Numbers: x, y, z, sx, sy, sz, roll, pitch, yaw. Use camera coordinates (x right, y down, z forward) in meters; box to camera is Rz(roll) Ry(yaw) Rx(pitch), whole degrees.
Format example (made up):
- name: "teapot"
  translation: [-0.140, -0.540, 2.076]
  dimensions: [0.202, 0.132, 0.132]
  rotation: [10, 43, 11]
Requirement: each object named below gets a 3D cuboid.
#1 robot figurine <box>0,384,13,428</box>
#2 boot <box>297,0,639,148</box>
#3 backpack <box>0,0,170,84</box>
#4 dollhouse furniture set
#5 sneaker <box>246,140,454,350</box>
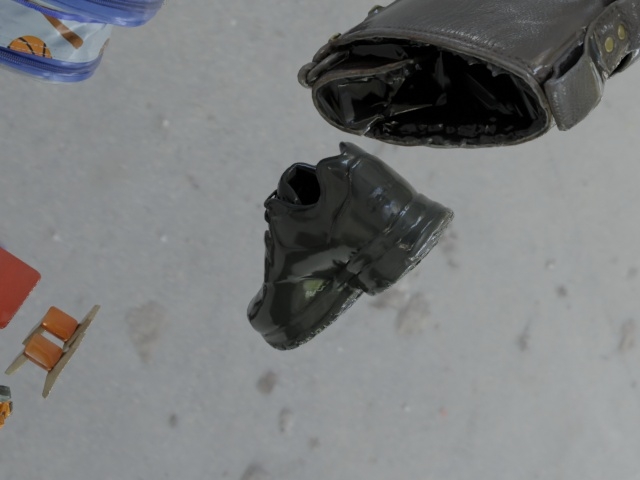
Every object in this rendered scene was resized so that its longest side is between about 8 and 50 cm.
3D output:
- name: "robot figurine"
  translation: [-0.583, 0.265, 2.001]
  dimensions: [0.291, 0.211, 0.085]
  rotation: [-2, 67, -25]
- name: "boot"
  translation: [0.081, -0.122, 0.607]
  dimensions: [0.229, 0.263, 0.091]
  rotation: [-37, 114, -21]
- name: "backpack"
  translation: [-0.189, -0.217, 0.830]
  dimensions: [0.276, 0.263, 0.213]
  rotation: [15, 101, -14]
- name: "dollhouse furniture set"
  translation: [-0.414, 0.078, 1.706]
  dimensions: [0.262, 0.259, 0.135]
  rotation: [33, 115, -8]
- name: "sneaker"
  translation: [0.000, 0.000, 1.216]
  dimensions: [0.130, 0.286, 0.109]
  rotation: [45, 53, -3]
